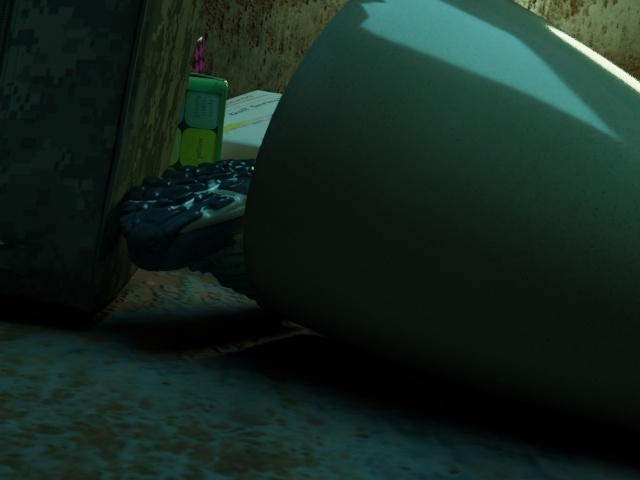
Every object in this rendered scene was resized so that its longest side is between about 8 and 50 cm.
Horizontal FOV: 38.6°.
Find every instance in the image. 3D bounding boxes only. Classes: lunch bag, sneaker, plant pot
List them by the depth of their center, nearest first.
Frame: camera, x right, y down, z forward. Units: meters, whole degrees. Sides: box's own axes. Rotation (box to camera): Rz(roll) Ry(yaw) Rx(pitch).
[{"bbox_3d":[0.138,-0.002,0.551,0.274,0.256,0.256,30,18,28],"label":"plant pot"},{"bbox_3d":[-0.235,-0.113,0.635,0.256,0.305,0.212,13,8,-1],"label":"lunch bag"},{"bbox_3d":[-0.027,0.001,0.652,0.110,0.122,0.283,1,10,30],"label":"sneaker"}]

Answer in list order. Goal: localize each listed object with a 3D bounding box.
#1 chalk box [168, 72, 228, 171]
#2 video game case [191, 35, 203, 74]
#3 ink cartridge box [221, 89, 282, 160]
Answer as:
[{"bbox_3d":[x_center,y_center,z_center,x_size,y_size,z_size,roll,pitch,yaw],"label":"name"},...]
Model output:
[{"bbox_3d":[-0.213,-0.094,0.947,0.179,0.180,0.289,3,11,-34],"label":"chalk box"},{"bbox_3d":[-0.249,-0.155,1.161,0.210,0.232,0.042,11,30,13],"label":"video game case"},{"bbox_3d":[-0.083,-0.124,1.289,0.353,0.119,0.207,15,31,41],"label":"ink cartridge box"}]
